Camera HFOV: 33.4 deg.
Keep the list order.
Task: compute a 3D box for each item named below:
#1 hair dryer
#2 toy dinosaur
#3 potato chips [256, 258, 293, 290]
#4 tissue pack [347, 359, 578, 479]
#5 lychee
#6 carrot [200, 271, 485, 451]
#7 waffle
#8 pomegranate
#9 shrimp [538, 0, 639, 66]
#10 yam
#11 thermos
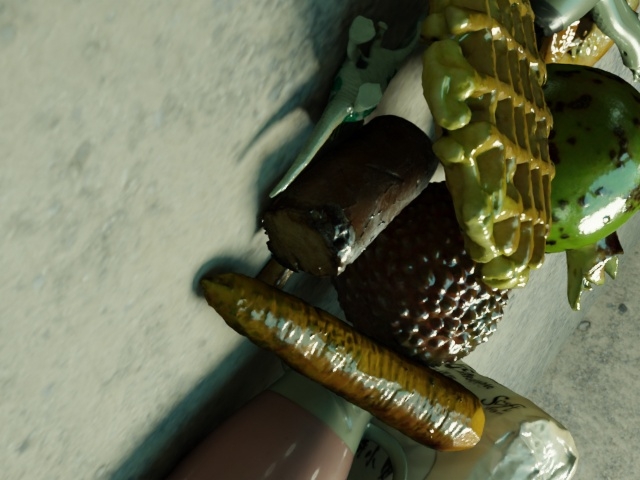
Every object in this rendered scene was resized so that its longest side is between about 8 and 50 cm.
[{"bbox_3d":[0.292,-0.276,1.004,0.225,0.088,0.218,13,104,-42],"label":"hair dryer"},{"bbox_3d":[0.024,-0.103,0.781,0.187,0.044,0.106,-60,176,-1],"label":"toy dinosaur"},{"bbox_3d":[0.000,0.000,0.881,0.204,0.037,0.026,-47,166,-23],"label":"potato chips"},{"bbox_3d":[0.067,0.273,1.117,0.390,0.195,0.375,-59,-155,3],"label":"tissue pack"},{"bbox_3d":[0.087,0.017,0.958,0.165,0.197,0.165,-26,177,-2],"label":"lychee"},{"bbox_3d":[0.022,0.101,0.859,0.314,0.066,0.066,31,92,-37],"label":"carrot"},{"bbox_3d":[0.135,-0.110,0.831,0.301,0.058,0.281,48,40,-57],"label":"waffle"},{"bbox_3d":[0.248,-0.059,1.076,0.211,0.263,0.211,-27,-165,8],"label":"pomegranate"},{"bbox_3d":[0.293,-0.255,1.149,0.150,0.068,0.248,-42,157,-19],"label":"shrimp"},{"bbox_3d":[0.024,-0.034,0.826,0.141,0.079,0.079,-44,157,-37],"label":"yam"},{"bbox_3d":[-0.036,0.218,0.929,0.265,0.176,0.146,-50,180,-19],"label":"thermos"}]
